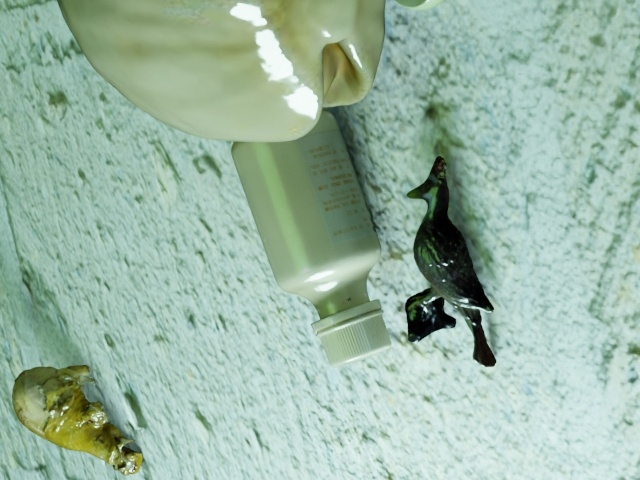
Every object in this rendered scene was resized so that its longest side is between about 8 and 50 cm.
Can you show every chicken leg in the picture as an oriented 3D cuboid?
[{"bbox_3d":[-0.315,0.237,2.311,0.207,0.101,0.085,31,134,18],"label":"chicken leg"}]

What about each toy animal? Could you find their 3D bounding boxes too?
[{"bbox_3d":[0.118,0.018,1.652,0.105,0.070,0.202,5,106,40],"label":"toy animal"}]

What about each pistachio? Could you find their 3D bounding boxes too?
[{"bbox_3d":[-0.099,-0.256,1.623,0.365,0.281,0.445,52,161,-2],"label":"pistachio"}]

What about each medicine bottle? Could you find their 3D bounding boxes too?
[{"bbox_3d":[0.000,0.000,1.746,0.114,0.114,0.252,-27,81,55],"label":"medicine bottle"}]

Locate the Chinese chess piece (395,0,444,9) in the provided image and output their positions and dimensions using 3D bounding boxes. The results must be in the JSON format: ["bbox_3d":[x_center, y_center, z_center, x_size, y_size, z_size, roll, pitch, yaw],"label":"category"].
[{"bbox_3d":[0.090,-0.252,1.591,0.084,0.034,0.084,24,122,45],"label":"Chinese chess piece"}]
